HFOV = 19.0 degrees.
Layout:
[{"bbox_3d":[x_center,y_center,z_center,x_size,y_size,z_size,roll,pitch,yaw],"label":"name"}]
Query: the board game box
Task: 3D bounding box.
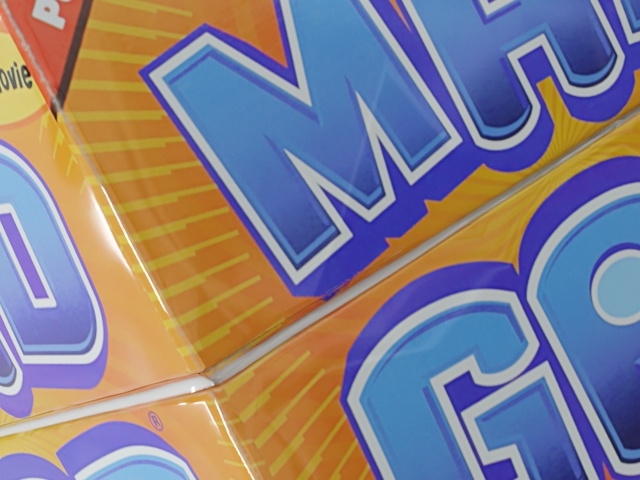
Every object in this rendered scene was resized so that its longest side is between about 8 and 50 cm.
[{"bbox_3d":[0.000,0.000,0.854,0.356,0.356,0.356,-20,100,57],"label":"board game box"}]
